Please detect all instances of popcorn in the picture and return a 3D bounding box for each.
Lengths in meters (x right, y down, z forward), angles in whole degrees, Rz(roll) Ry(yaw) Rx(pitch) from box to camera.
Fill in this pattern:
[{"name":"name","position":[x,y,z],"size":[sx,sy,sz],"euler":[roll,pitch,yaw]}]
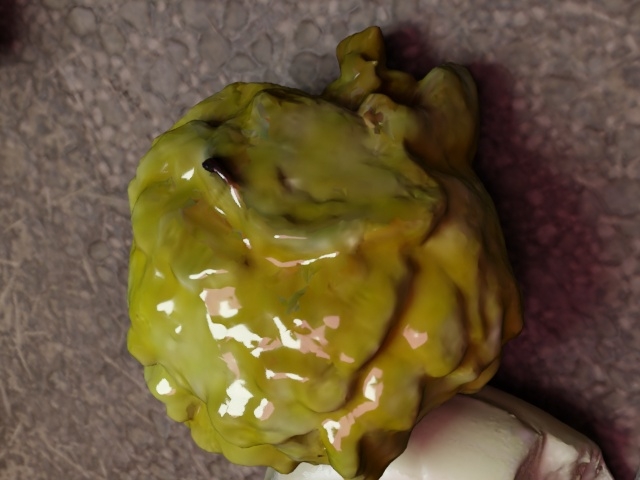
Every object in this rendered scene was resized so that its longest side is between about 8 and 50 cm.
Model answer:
[{"name":"popcorn","position":[0.000,0.000,0.619],"size":[0.233,0.192,0.266],"euler":[20,78,26]}]

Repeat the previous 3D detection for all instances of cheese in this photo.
[{"name":"cheese","position":[0.062,0.211,0.718],"size":[0.233,0.127,0.266],"euler":[15,116,14]}]

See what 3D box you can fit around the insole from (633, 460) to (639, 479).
[{"name":"insole","position":[0.222,0.173,0.709],"size":[0.065,0.006,0.193],"euler":[20,114,14]}]
